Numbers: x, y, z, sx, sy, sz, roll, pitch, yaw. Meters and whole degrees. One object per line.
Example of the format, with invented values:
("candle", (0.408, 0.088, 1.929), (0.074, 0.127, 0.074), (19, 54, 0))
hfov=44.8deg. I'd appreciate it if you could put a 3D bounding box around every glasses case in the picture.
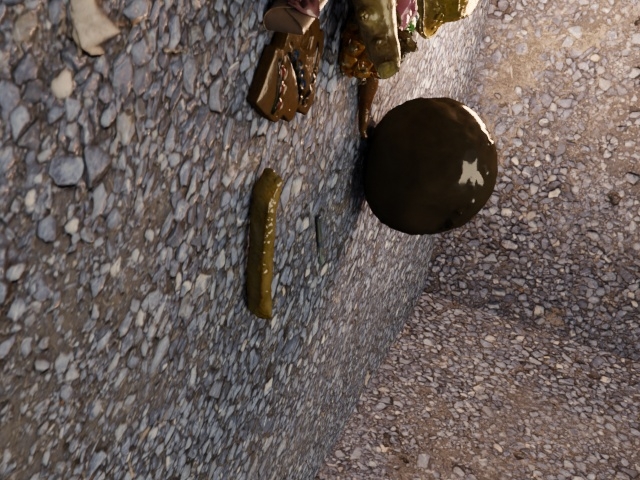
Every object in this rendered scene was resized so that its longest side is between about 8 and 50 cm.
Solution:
("glasses case", (-0.023, -0.465, 1.452), (0.070, 0.102, 0.193), (78, 33, -49))

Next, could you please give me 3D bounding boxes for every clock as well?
("clock", (0.193, -0.547, 2.084), (0.194, 0.100, 0.195), (39, 71, -75))

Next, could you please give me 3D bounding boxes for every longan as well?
("longan", (0.336, -0.215, 2.376), (0.404, 0.404, 0.436), (-46, 152, -57))

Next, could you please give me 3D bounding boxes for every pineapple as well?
("pineapple", (0.133, -0.460, 1.864), (0.140, 0.164, 0.249), (-31, 153, -41))

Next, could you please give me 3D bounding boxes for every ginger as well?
("ginger", (0.121, -0.582, 1.720), (0.348, 0.122, 0.363), (64, 38, -48))

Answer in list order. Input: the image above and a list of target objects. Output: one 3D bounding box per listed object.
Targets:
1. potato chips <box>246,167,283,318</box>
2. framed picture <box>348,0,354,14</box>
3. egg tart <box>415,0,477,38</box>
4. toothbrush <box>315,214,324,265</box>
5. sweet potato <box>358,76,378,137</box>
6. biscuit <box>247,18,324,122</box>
("potato chips", (-0.128, 0.037, 1.710), (0.080, 0.057, 0.407), (-47, 150, -49))
("framed picture", (0.161, -0.660, 1.890), (0.289, 0.020, 0.211), (-57, 163, -5))
("egg tart", (0.408, -0.819, 2.366), (0.443, 0.178, 0.443), (20, 90, -75))
("toothbrush", (0.000, 0.000, 2.168), (0.219, 0.016, 0.019), (86, 26, -52))
("sweet potato", (0.126, -0.378, 2.134), (0.050, 0.050, 0.214), (-56, 161, -45))
("biscuit", (-0.060, -0.338, 1.563), (0.278, 0.043, 0.301), (92, 23, -43))
